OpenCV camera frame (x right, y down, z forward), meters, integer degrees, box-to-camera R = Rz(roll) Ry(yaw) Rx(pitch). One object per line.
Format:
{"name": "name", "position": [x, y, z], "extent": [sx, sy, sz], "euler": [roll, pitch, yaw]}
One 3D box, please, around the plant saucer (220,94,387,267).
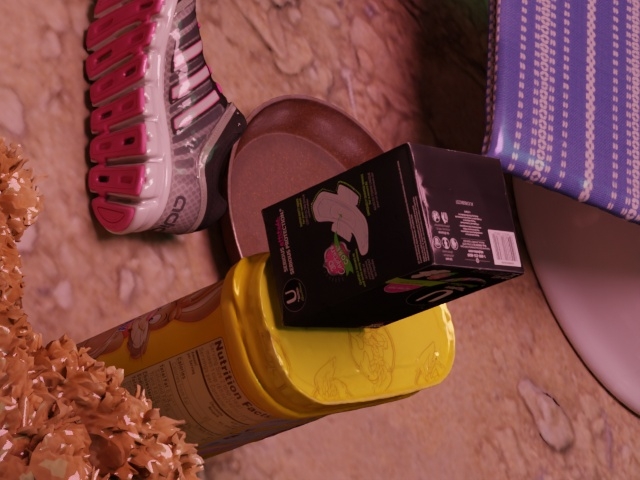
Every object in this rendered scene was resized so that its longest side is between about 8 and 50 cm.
{"name": "plant saucer", "position": [0.000, 0.000, 0.998], "extent": [0.168, 0.029, 0.168], "euler": [25, 53, -39]}

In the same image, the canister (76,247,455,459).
{"name": "canister", "position": [-0.042, 0.059, 0.804], "extent": [0.126, 0.170, 0.073], "euler": [-4, 75, -50]}

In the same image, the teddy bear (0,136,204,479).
{"name": "teddy bear", "position": [-0.155, 0.111, 0.680], "extent": [0.245, 0.113, 0.338], "euler": [-33, 85, -27]}

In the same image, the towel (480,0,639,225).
{"name": "towel", "position": [0.236, -0.099, 1.128], "extent": [0.336, 0.040, 0.243], "euler": [20, 59, -28]}

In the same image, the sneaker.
{"name": "sneaker", "position": [-0.077, -0.077, 0.922], "extent": [0.074, 0.063, 0.170], "euler": [19, 62, -42]}

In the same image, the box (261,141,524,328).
{"name": "box", "position": [0.029, 0.000, 0.710], "extent": [0.062, 0.083, 0.052], "euler": [6, 68, -48]}

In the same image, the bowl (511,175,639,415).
{"name": "bowl", "position": [0.277, -0.024, 1.246], "extent": [0.298, 0.134, 0.298], "euler": [24, 55, -39]}
